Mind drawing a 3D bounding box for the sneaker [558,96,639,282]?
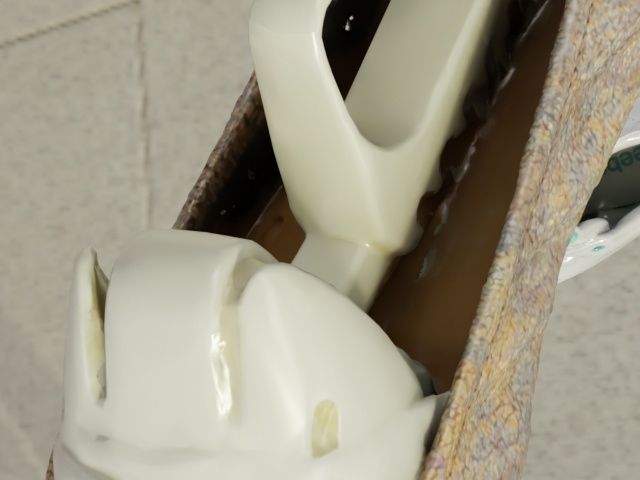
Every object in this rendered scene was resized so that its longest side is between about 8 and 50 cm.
[{"bbox_3d":[0.091,-0.005,0.857,0.212,0.094,0.080,-34,101,9],"label":"sneaker"}]

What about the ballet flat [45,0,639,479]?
[{"bbox_3d":[0.000,0.000,0.419,0.108,0.106,0.316,9,66,28],"label":"ballet flat"}]
